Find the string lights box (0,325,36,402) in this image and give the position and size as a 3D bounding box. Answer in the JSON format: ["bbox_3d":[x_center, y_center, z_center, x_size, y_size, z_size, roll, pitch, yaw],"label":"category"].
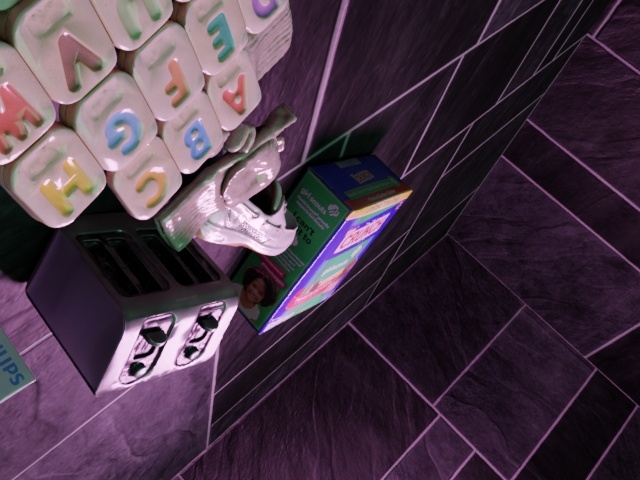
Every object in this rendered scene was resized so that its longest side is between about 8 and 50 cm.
[{"bbox_3d":[-0.396,0.169,0.525,0.260,0.076,0.133,-35,-173,-35],"label":"string lights box"}]

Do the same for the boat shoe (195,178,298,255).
[{"bbox_3d":[-0.087,-0.045,0.843,0.096,0.098,0.277,-48,164,13],"label":"boat shoe"}]

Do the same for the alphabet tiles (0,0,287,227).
[{"bbox_3d":[-0.124,-0.146,0.429,0.284,0.021,0.278,-52,153,-22],"label":"alphabet tiles"}]

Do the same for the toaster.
[{"bbox_3d":[-0.206,0.057,0.670,0.168,0.185,0.110,-6,136,-56],"label":"toaster"}]

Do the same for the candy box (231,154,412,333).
[{"bbox_3d":[0.000,0.000,1.159,0.317,0.122,0.268,-55,162,28],"label":"candy box"}]

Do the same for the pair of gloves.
[{"bbox_3d":[-0.091,-0.107,0.621,0.204,0.042,0.240,-45,160,-29],"label":"pair of gloves"}]
